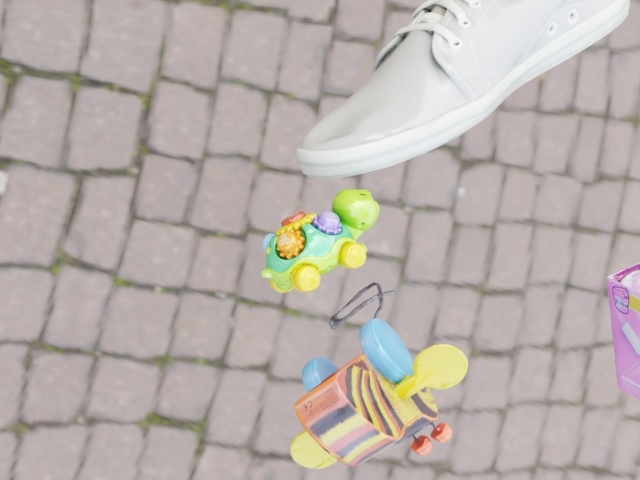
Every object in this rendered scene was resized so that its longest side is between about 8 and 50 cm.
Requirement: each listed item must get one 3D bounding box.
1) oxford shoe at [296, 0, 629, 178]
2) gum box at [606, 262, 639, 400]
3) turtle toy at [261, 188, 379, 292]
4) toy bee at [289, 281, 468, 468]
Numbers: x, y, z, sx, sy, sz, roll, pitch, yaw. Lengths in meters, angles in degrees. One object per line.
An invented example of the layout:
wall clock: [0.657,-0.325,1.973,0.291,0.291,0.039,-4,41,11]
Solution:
oxford shoe: [0.139,-0.200,1.623,0.449,0.169,0.130,-35,117,-27]
gum box: [0.315,0.094,1.265,0.062,0.188,0.107,-21,116,-24]
turtle toy: [0.000,0.000,1.462,0.130,0.095,0.066,-27,97,-19]
toy bee: [0.074,0.155,1.593,0.162,0.195,0.298,52,40,-7]
